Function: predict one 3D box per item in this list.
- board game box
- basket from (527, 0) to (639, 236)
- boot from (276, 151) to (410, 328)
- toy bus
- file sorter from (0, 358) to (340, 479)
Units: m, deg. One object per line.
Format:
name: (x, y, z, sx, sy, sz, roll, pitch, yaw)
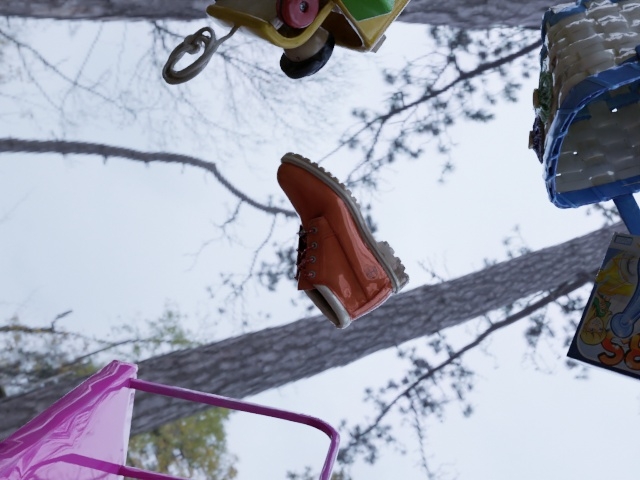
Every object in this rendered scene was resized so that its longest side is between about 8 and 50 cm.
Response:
board game box: (0.332, 0.072, 0.736, 0.201, 0.035, 0.136, 12, -103, 55)
basket: (0.337, -0.103, 0.869, 0.255, 0.201, 0.289, 74, -4, -56)
boot: (0.000, 0.000, 0.713, 0.158, 0.084, 0.059, 53, -17, -2)
toy bus: (0.009, -0.178, 0.574, 0.202, 0.104, 0.191, -20, -132, 27)
file sorter: (-0.100, 0.256, 0.509, 0.182, 0.202, 0.291, 11, -81, 7)
